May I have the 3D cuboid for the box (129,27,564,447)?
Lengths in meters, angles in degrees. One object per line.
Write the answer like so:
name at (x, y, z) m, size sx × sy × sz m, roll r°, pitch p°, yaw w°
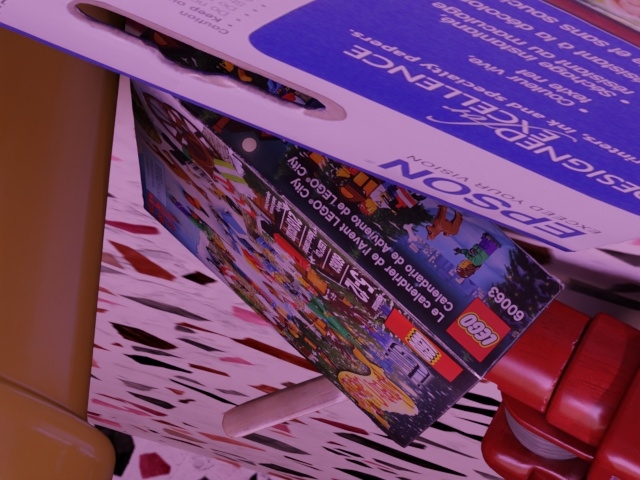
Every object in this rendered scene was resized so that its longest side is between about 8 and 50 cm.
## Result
box at (0.000, 0.000, 0.726) m, size 0.159 × 0.044 × 0.233 m, roll 43°, pitch 169°, yaw 6°

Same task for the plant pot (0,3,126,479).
plant pot at (-0.177, -0.001, 0.650) m, size 0.254 × 0.239 × 0.254 m, roll 16°, pitch 167°, yaw 4°

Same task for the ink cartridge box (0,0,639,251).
ink cartridge box at (0.021, -0.085, 0.433) m, size 0.304 × 0.072 × 0.307 m, roll 21°, pitch 170°, yaw -21°

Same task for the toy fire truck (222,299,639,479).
toy fire truck at (0.101, 0.087, 0.918) m, size 0.246 × 0.158 × 0.217 m, roll 27°, pitch 170°, yaw 11°
